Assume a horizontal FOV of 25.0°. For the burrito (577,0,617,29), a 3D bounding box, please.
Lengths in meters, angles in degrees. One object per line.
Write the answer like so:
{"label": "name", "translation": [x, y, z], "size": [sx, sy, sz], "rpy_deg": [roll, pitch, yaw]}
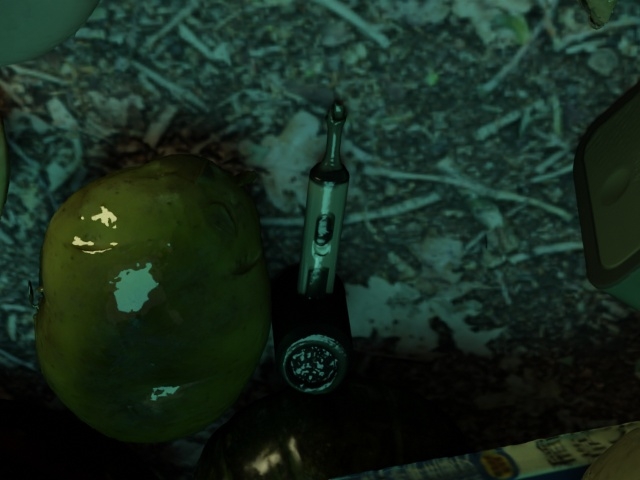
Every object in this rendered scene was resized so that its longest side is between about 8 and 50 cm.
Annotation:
{"label": "burrito", "translation": [0.151, -0.189, 0.854], "size": [0.055, 0.041, 0.149], "rpy_deg": [-17, 130, 34]}

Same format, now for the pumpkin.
{"label": "pumpkin", "translation": [0.010, 0.196, 1.104], "size": [0.223, 0.157, 0.224], "rpy_deg": [-8, 133, -9]}

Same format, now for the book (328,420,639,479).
{"label": "book", "translation": [0.165, 0.250, 1.088], "size": [0.428, 0.039, 0.300], "rpy_deg": [-5, 134, -26]}

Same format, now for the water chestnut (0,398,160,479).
{"label": "water chestnut", "translation": [-0.257, 0.294, 1.137], "size": [0.350, 0.351, 0.302], "rpy_deg": [11, 161, -4]}

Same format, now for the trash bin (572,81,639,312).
{"label": "trash bin", "translation": [0.361, 0.007, 0.917], "size": [0.343, 0.158, 0.223], "rpy_deg": [33, 124, -21]}

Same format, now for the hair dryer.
{"label": "hair dryer", "translation": [0.000, 0.000, 0.998], "size": [0.057, 0.100, 0.198], "rpy_deg": [2, 114, -6]}

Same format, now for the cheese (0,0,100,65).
{"label": "cheese", "translation": [-0.203, -0.191, 0.814], "size": [0.189, 0.154, 0.198], "rpy_deg": [24, 127, -21]}

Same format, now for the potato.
{"label": "potato", "translation": [-0.118, 0.046, 1.007], "size": [0.169, 0.143, 0.248], "rpy_deg": [3, 138, -2]}

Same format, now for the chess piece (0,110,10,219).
{"label": "chess piece", "translation": [-0.308, -0.046, 0.926], "size": [0.200, 0.090, 0.090], "rpy_deg": [-4, 135, -29]}

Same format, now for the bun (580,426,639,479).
{"label": "bun", "translation": [0.318, 0.230, 0.900], "size": [0.362, 0.235, 0.326], "rpy_deg": [-24, 130, 38]}
